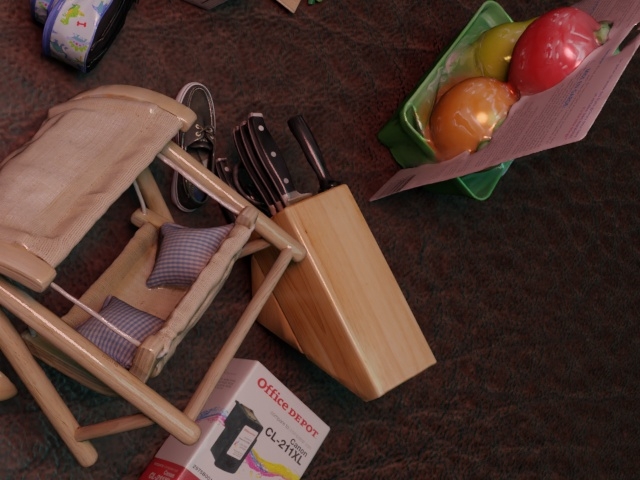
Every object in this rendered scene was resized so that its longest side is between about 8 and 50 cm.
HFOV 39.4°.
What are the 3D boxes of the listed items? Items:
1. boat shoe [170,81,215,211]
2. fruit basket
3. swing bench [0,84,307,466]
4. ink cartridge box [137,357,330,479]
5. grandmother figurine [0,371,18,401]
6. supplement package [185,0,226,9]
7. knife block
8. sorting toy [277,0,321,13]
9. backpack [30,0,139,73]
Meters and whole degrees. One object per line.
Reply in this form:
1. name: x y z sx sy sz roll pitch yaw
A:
1. boat shoe: -0.131 -0.102 0.959 0.049 0.040 0.142 7 83 -35
2. fruit basket: 0.245 -0.175 1.047 0.165 0.353 0.327 49 60 -22
3. swing bench: -0.183 0.014 0.791 0.255 0.165 0.253 53 39 -21
4. ink cartridge box: -0.090 0.229 0.943 0.127 0.072 0.175 46 63 -23
5. grandmother figurine: -0.414 0.198 0.696 0.208 0.104 0.342 48 59 -16
6. supplement package: -0.174 -0.346 0.886 0.244 0.139 0.134 14 80 -35
7. knife block: 0.000 0.000 0.932 0.088 0.275 0.242 -24 130 -34
8. sorting toy: -0.034 -0.299 1.062 0.083 0.012 0.062 34 63 -26
9. backpack: -0.230 -0.226 0.862 0.084 0.105 0.114 23 75 -9
